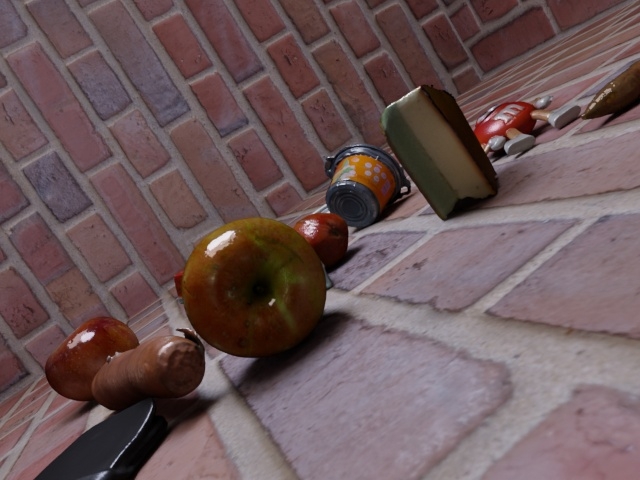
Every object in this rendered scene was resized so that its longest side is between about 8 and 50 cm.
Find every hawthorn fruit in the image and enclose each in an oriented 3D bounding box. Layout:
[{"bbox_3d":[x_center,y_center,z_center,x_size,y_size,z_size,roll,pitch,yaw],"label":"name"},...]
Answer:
[{"bbox_3d":[0.000,0.000,1.110,0.128,0.128,0.128,-32,8,5],"label":"hawthorn fruit"}]

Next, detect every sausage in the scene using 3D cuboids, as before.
[{"bbox_3d":[-0.286,0.214,0.907,0.094,0.094,0.419,-7,-13,-34],"label":"sausage"}]

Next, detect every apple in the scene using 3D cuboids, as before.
[{"bbox_3d":[-0.503,0.269,1.285,0.201,0.162,0.201,-41,13,11],"label":"apple"},{"bbox_3d":[-0.089,0.065,0.784,0.196,0.196,0.196,-32,8,5],"label":"apple"}]

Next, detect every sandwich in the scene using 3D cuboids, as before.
[{"bbox_3d":[0.192,-0.134,0.907,0.108,0.186,0.220,-29,-8,25],"label":"sandwich"}]

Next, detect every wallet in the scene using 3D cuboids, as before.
[{"bbox_3d":[-0.325,0.325,0.644,0.197,0.051,0.377,-27,11,25],"label":"wallet"}]

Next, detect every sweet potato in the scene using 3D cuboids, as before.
[{"bbox_3d":[0.496,-0.249,0.904,0.218,0.051,0.065,-33,10,-2],"label":"sweet potato"}]

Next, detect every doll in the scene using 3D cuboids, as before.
[{"bbox_3d":[0.379,-0.229,1.125,0.183,0.085,0.217,-34,17,-2],"label":"doll"}]

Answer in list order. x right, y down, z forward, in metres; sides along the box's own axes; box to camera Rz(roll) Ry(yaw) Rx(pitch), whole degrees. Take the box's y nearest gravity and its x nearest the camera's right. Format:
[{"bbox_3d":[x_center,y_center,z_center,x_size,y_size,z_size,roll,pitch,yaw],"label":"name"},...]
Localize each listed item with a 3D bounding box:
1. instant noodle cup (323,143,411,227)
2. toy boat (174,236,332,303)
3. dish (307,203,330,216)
[{"bbox_3d":[0.087,-0.109,1.290,0.208,0.178,0.125,6,43,24],"label":"instant noodle cup"},{"bbox_3d":[-0.117,0.083,1.060,0.331,0.133,0.145,-13,14,37],"label":"toy boat"},{"bbox_3d":[0.023,-0.063,1.549,0.154,0.064,0.234,-35,7,-11],"label":"dish"}]
